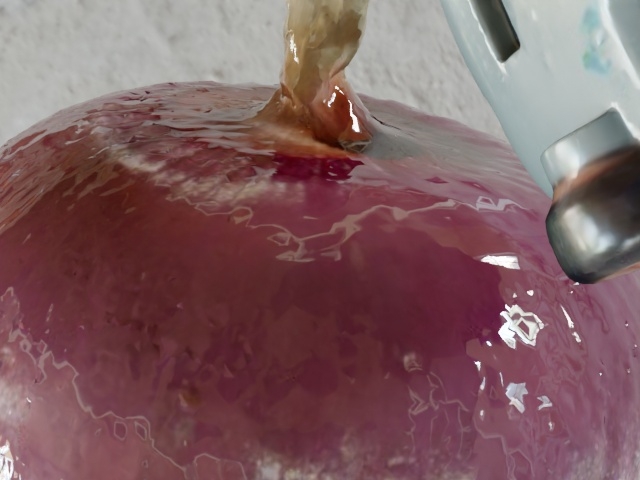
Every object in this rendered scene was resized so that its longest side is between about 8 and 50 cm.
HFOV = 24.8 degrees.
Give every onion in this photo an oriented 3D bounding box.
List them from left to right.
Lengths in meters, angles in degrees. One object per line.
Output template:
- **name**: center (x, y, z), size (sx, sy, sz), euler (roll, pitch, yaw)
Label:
- **onion**: center (0.004, 0.035, 0.679), size (0.358, 0.358, 0.345), euler (41, 101, 37)

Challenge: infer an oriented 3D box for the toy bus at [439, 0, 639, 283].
- **toy bus**: center (0.157, -0.121, 0.405), size (0.232, 0.287, 0.194), euler (-15, 79, -26)
